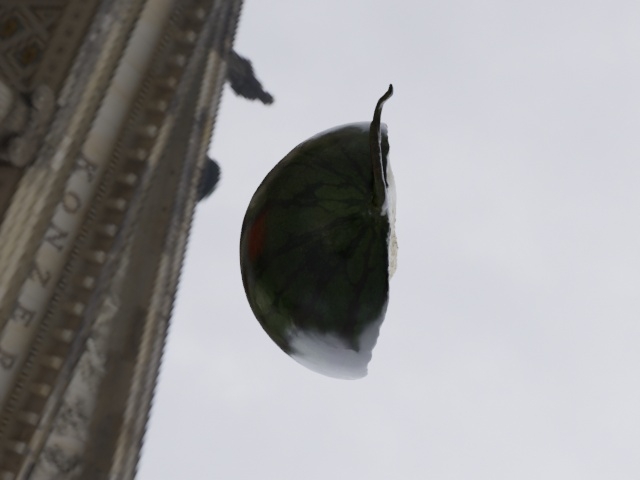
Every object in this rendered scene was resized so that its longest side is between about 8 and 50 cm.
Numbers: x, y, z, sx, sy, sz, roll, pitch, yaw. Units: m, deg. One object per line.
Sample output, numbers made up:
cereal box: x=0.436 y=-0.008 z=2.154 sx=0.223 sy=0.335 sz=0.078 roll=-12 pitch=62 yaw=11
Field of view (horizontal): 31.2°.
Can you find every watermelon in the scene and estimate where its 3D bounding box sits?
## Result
watermelon: x=0.000 y=0.004 z=0.903 sx=0.127 sy=0.232 sz=0.204 roll=6 pitch=-101 yaw=2
